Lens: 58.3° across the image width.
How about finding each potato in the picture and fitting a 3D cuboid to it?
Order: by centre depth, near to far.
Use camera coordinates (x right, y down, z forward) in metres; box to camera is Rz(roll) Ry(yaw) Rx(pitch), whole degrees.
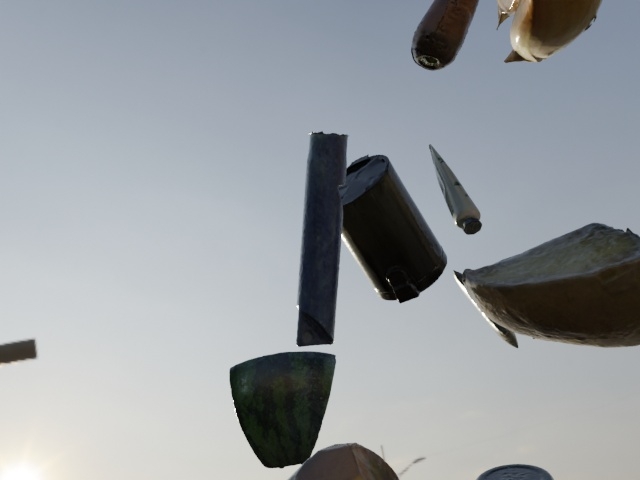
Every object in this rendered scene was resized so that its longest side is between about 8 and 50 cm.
[{"bbox_3d":[0.378,0.113,0.871,0.264,0.189,0.211,-21,-72,13],"label":"potato"}]

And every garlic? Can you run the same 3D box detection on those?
[{"bbox_3d":[0.473,-0.564,1.262,0.249,0.286,0.313,-55,-28,-3],"label":"garlic"}]

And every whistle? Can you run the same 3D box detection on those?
[{"bbox_3d":[0.000,0.000,0.820,0.062,0.304,0.062,4,5,0],"label":"whistle"}]

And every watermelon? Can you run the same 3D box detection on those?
[{"bbox_3d":[-0.060,0.446,1.530,0.250,0.283,0.292,-16,-19,24],"label":"watermelon"}]

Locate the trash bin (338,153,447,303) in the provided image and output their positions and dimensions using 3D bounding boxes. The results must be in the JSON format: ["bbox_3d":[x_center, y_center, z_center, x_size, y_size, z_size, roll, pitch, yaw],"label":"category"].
[{"bbox_3d":[0.151,-0.028,1.388,0.203,0.252,0.301,-24,-65,23],"label":"trash bin"}]

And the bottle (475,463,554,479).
[{"bbox_3d":[0.375,0.585,1.013,0.144,0.336,0.144,-12,-2,0],"label":"bottle"}]

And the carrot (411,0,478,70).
[{"bbox_3d":[0.153,-0.266,0.639,0.055,0.055,0.161,32,-96,-41],"label":"carrot"}]

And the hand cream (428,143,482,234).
[{"bbox_3d":[0.263,-0.101,1.151,0.050,0.234,0.080,-21,-45,5],"label":"hand cream"}]

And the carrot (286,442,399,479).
[{"bbox_3d":[-0.058,0.216,0.332,0.260,0.070,0.070,-43,-44,7],"label":"carrot"}]

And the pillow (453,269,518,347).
[{"bbox_3d":[0.382,0.156,1.327,0.038,0.203,0.113,-39,-41,8],"label":"pillow"}]
